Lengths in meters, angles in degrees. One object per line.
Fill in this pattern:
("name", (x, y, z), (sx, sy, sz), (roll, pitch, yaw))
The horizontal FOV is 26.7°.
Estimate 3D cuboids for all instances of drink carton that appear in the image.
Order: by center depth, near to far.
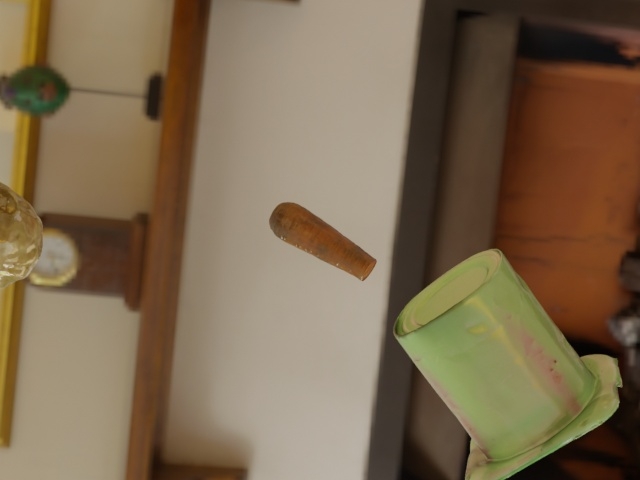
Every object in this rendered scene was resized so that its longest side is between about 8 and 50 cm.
("drink carton", (0.144, 0.093, 1.101), (0.146, 0.142, 0.144), (-35, 8, 17))

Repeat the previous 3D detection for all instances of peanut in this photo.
("peanut", (-0.290, -0.012, 0.972), (0.083, 0.194, 0.093), (70, -144, -63))

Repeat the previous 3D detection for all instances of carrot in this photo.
("carrot", (0.000, 0.000, 1.053), (0.032, 0.093, 0.032), (-49, -21, -25))
